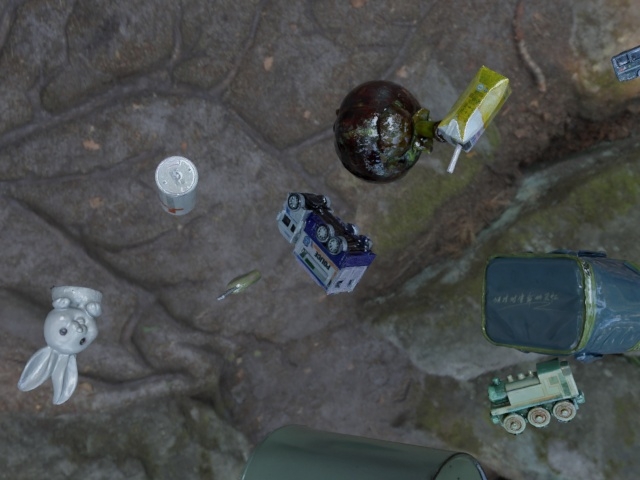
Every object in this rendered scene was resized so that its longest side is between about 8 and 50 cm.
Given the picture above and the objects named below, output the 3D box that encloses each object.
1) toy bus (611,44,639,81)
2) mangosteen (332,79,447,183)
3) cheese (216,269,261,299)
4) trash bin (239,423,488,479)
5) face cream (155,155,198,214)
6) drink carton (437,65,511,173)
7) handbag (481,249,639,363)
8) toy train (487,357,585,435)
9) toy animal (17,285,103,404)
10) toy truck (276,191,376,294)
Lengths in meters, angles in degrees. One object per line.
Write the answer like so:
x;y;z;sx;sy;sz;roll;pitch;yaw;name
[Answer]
0.647;-0.358;1.322;0.166;0.065;0.047;-21;-171;30;toy bus
0.163;-0.230;1.508;0.231;0.289;0.231;-23;120;-48;mangosteen
-0.240;0.133;1.969;0.097;0.037;0.192;-23;-173;24;cheese
0.055;0.477;1.214;0.432;0.280;0.280;-7;153;39;trash bin
-0.355;-0.124;1.719;0.102;0.102;0.345;-19;176;-13;face cream
0.277;-0.225;1.310;0.200;0.074;0.084;-53;158;2;drink carton
0.481;0.126;1.357;0.241;0.263;0.222;4;88;-35;handbag
0.433;0.317;1.417;0.194;0.081;0.125;-19;101;18;toy train
-0.491;0.197;1.330;0.104;0.220;0.131;25;151;-35;toy animal
0.000;0.000;1.752;0.124;0.268;0.155;-1;128;-46;toy truck
